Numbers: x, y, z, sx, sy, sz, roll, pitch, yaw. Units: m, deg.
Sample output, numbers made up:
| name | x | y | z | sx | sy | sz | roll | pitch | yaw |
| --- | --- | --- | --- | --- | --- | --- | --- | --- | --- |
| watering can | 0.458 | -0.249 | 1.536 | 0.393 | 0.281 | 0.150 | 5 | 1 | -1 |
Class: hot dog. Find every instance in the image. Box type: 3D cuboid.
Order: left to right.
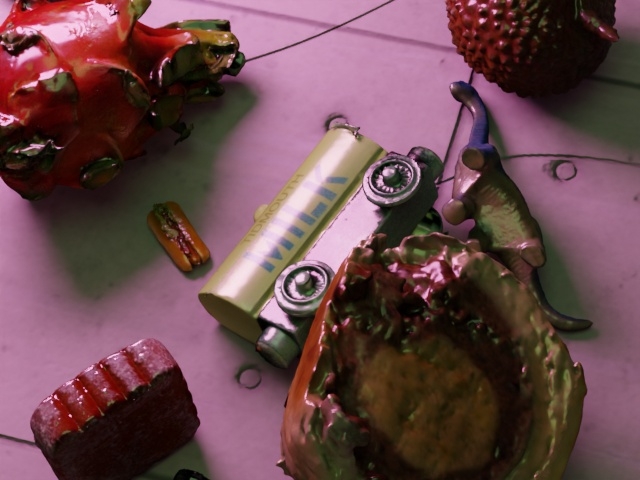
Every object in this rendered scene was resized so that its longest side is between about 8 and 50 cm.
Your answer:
| name | x | y | z | sx | sy | sz | roll | pitch | yaw |
| --- | --- | --- | --- | --- | --- | --- | --- | --- | --- |
| hot dog | -0.134 | -0.007 | 1.789 | 0.037 | 0.021 | 0.083 | -33 | 64 | -14 |

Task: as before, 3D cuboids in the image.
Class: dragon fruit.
| name | x | y | z | sx | sy | sz | roll | pitch | yaw |
| --- | --- | --- | --- | --- | --- | --- | --- | --- | --- |
| dragon fruit | -0.198 | -0.137 | 1.788 | 0.269 | 0.198 | 0.200 | 0 | 49 | -10 |

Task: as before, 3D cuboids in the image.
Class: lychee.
| name | x | y | z | sx | sy | sz | roll | pitch | yaw |
| --- | --- | --- | --- | --- | --- | --- | --- | --- | --- |
| lychee | 0.204 | -0.215 | 1.789 | 0.197 | 0.165 | 0.165 | 7 | 56 | 47 |

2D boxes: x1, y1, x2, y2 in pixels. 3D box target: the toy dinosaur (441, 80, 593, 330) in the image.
| name | x | y | z | sx | sy | sz | roll | pitch | yaw |
| --- | --- | --- | --- | --- | --- | --- | --- | --- | --- |
| toy dinosaur | 0.176 | -0.031 | 1.766 | 0.075 | 0.188 | 0.248 | -36 | 92 | 24 |

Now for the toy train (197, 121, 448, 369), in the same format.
| name | x | y | z | sx | sy | sz | roll | pitch | yaw |
| --- | --- | --- | --- | --- | --- | --- | --- | --- | --- |
| toy train | 0.000 | 0.000 | 1.736 | 0.157 | 0.105 | 0.253 | 24 | 65 | 33 |

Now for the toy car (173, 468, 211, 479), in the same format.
| name | x | y | z | sx | sy | sz | roll | pitch | yaw |
| --- | --- | --- | --- | --- | --- | --- | --- | --- | --- |
| toy car | -0.080 | 0.254 | 1.608 | 0.170 | 0.070 | 0.080 | 18 | 64 | 13 |

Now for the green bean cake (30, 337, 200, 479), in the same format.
| name | x | y | z | sx | sy | sz | roll | pitch | yaw |
| --- | --- | --- | --- | --- | --- | --- | --- | --- | --- |
| green bean cake | -0.177 | 0.154 | 1.636 | 0.135 | 0.135 | 0.056 | -32 | 62 | -13 |

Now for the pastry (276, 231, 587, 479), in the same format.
| name | x | y | z | sx | sy | sz | roll | pitch | yaw |
| --- | --- | --- | --- | --- | --- | --- | --- | --- | --- |
| pastry | 0.081 | 0.139 | 1.607 | 0.236 | 0.170 | 0.256 | 27 | 60 | -15 |
